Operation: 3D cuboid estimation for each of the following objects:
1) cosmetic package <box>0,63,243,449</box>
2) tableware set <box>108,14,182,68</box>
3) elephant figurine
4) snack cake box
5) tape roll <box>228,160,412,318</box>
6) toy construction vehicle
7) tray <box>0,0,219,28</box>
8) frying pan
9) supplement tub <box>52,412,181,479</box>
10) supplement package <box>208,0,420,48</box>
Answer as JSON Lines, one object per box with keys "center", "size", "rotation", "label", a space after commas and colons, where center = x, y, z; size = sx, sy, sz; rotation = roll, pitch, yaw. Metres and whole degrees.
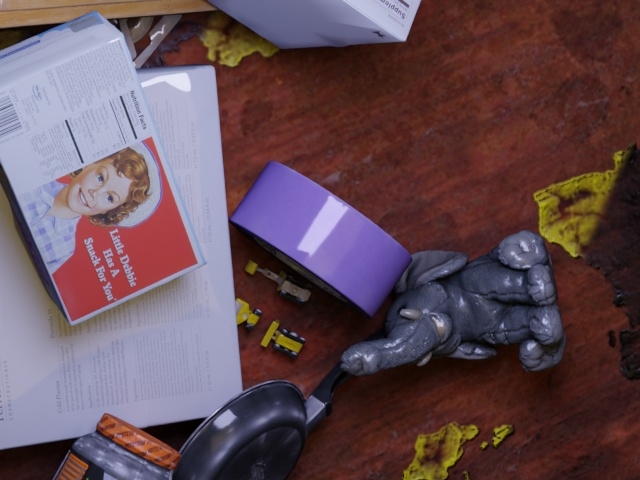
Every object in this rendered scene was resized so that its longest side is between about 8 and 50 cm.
{"center": [-0.242, 0.013, 1.643], "size": [0.284, 0.097, 0.377], "rotation": [-7, 99, -19], "label": "cosmetic package"}
{"center": [-0.181, -0.289, 1.656], "size": [0.128, 0.039, 0.194], "rotation": [39, 84, -18], "label": "tableware set"}
{"center": [0.146, 0.077, 1.752], "size": [0.239, 0.186, 0.169], "rotation": [-13, 64, 10], "label": "elephant figurine"}
{"center": [-0.227, -0.067, 1.502], "size": [0.152, 0.089, 0.264], "rotation": [-26, 123, -14], "label": "snack cake box"}
{"center": [0.000, 0.000, 1.669], "size": [0.189, 0.189, 0.080], "rotation": [35, 86, -18], "label": "tape roll"}
{"center": [-0.053, 0.075, 1.746], "size": [0.098, 0.035, 0.086], "rotation": [24, 100, -16], "label": "toy construction vehicle"}
{"center": [-0.175, -0.326, 1.562], "size": [0.411, 0.076, 0.203], "rotation": [-12, 101, -38], "label": "tray"}
{"center": [-0.039, 0.222, 1.732], "size": [0.326, 0.053, 0.197], "rotation": [-18, 137, -41], "label": "frying pan"}
{"center": [-0.226, 0.279, 1.579], "size": [0.117, 0.117, 0.190], "rotation": [32, 84, -18], "label": "supplement tub"}
{"center": [-0.002, -0.350, 1.523], "size": [0.198, 0.199, 0.263], "rotation": [30, 75, -36], "label": "supplement package"}
